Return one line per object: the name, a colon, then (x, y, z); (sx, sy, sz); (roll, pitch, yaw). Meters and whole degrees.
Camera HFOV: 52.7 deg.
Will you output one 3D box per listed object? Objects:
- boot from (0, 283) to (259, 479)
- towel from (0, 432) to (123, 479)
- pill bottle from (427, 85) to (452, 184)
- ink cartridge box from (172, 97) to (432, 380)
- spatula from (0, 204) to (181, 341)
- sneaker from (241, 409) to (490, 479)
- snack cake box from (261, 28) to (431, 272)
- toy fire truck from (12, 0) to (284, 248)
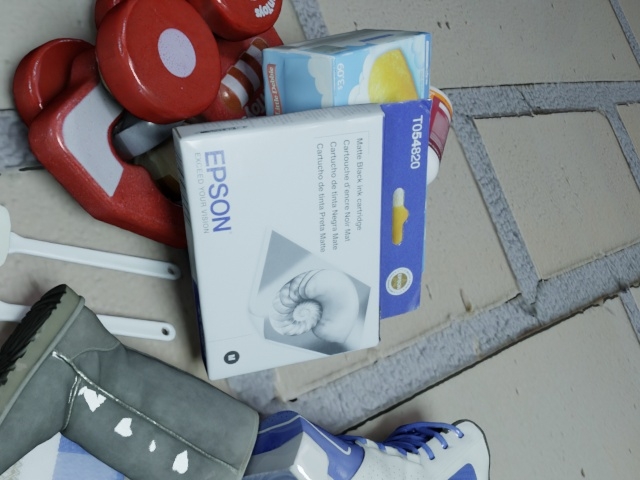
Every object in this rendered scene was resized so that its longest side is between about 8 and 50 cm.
boot: (-0.158, 0.157, 0.480); (0.208, 0.076, 0.190); (50, 54, -29)
towel: (-0.273, 0.197, 0.424); (0.285, 0.034, 0.209); (19, 58, -33)
pill bottle: (0.116, -0.122, 0.827); (0.086, 0.086, 0.152); (35, 53, -21)
ink cartridge box: (0.000, 0.000, 0.552); (0.223, 0.045, 0.223); (-11, 118, -17)
spatula: (-0.215, 0.058, 0.519); (0.242, 0.019, 0.168); (13, 55, -37)
sneaker: (0.065, 0.234, 0.624); (0.315, 0.127, 0.182); (45, 46, -23)
snack cake box: (0.031, -0.066, 0.648); (0.152, 0.089, 0.265); (-29, 126, -43)
toy fire truck: (-0.113, -0.124, 0.616); (0.254, 0.169, 0.302); (53, 47, -32)
